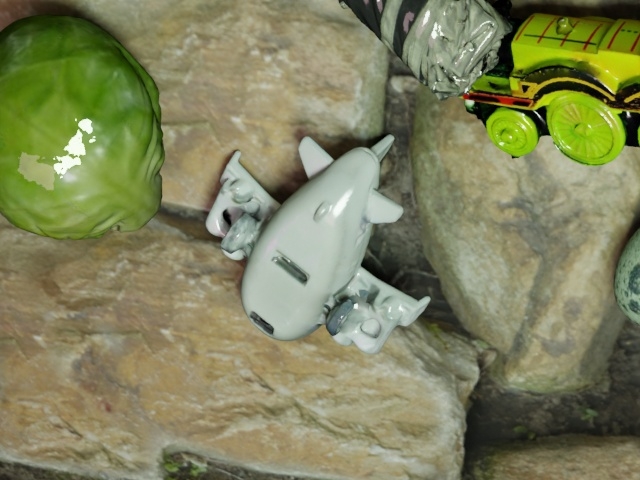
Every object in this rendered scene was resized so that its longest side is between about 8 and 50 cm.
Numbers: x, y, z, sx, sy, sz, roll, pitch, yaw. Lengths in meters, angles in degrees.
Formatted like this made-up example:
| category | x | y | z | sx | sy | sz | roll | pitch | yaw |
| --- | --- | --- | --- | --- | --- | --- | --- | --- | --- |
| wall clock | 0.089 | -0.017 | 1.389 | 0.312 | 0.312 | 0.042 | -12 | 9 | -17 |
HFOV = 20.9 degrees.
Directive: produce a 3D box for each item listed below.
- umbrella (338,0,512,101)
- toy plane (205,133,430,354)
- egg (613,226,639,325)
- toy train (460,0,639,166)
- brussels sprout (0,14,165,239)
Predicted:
| category | x | y | z | sx | sy | sz | roll | pitch | yaw |
| --- | --- | --- | --- | --- | --- | --- | --- | --- | --- |
| umbrella | 0.030 | -0.282 | 1.614 | 0.357 | 0.106 | 0.113 | 44 | 119 | 6 |
| toy plane | -0.003 | 0.003 | 1.835 | 0.266 | 0.122 | 0.267 | 14 | 120 | 26 |
| egg | 0.369 | 0.030 | 1.746 | 0.132 | 0.132 | 0.172 | 43 | 134 | -16 |
| toy train | 0.265 | -0.148 | 1.624 | 0.296 | 0.100 | 0.161 | 10 | 134 | 31 |
| brussels sprout | -0.258 | -0.111 | 1.766 | 0.244 | 0.244 | 0.244 | 7 | 126 | 10 |
